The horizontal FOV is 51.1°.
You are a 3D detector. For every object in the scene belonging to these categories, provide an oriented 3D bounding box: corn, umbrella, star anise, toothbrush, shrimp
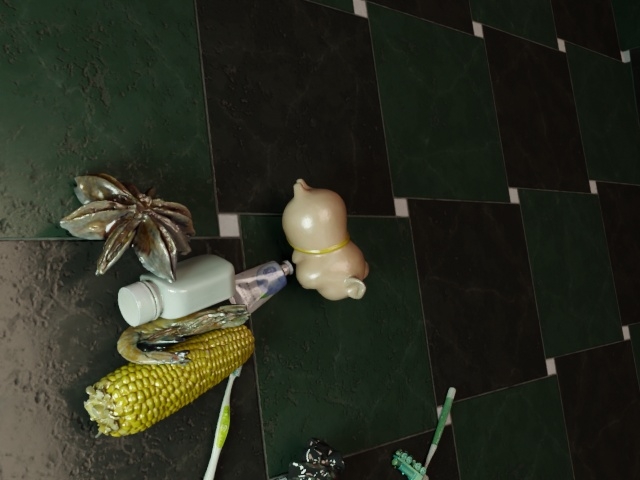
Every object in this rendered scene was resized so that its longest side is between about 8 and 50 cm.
[{"bbox_3d":[-0.231,0.220,1.091,0.305,0.106,0.106,-21,94,-45],"label":"corn"},{"bbox_3d":[-0.048,0.485,1.184,0.272,0.110,0.122,-52,122,-37],"label":"umbrella"},{"bbox_3d":[-0.295,-0.023,1.077,0.236,0.093,0.229,-10,60,-51],"label":"star anise"},{"bbox_3d":[-0.176,0.333,1.168,0.022,0.026,0.263,27,66,-34],"label":"toothbrush"},{"bbox_3d":[0.266,0.450,1.530,0.024,0.018,0.257,45,54,-28],"label":"toothbrush"},{"bbox_3d":[-0.211,0.146,1.068,0.219,0.152,0.046,-11,107,-17],"label":"shrimp"}]

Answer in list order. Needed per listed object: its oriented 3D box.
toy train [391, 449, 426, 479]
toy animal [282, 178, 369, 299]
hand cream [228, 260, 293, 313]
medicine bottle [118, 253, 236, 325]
[{"bbox_3d":[0.189,0.488,1.448,0.092,0.029,0.045,42,71,-22],"label":"toy train"},{"bbox_3d":[0.002,-0.001,1.311,0.248,0.149,0.165,62,24,-13],"label":"toy animal"},{"bbox_3d":[-0.112,0.082,1.269,0.142,0.053,0.084,-30,101,-31],"label":"hand cream"},{"bbox_3d":[-0.236,0.080,1.105,0.183,0.119,0.070,-19,116,-43],"label":"medicine bottle"}]
